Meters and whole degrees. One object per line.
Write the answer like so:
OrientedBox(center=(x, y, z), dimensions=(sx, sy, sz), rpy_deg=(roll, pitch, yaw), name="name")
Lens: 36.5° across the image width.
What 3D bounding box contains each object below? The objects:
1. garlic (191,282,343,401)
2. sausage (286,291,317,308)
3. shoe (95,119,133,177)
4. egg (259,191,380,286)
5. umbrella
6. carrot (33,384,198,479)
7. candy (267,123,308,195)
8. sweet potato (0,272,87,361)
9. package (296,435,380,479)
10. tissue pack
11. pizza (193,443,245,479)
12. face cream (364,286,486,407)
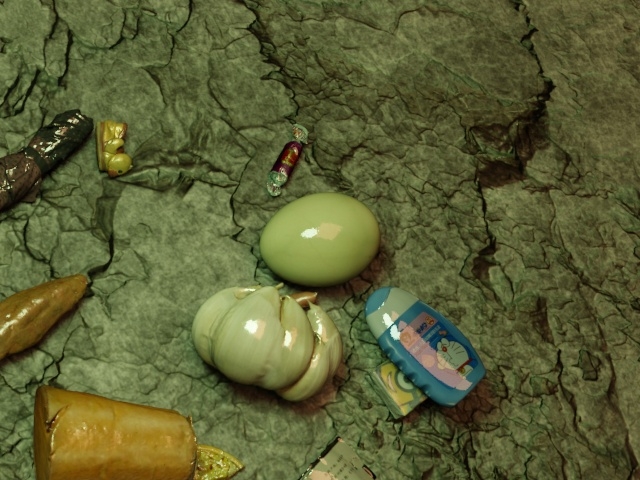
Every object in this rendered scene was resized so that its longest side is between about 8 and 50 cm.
OrientedBox(center=(-0.093, 0.178, 1.763), dimensions=(0.281, 0.185, 0.203), rpy_deg=(22, 97, 1), name="garlic")
OrientedBox(center=(-0.093, 0.125, 1.888), dimensions=(0.176, 0.047, 0.040), rpy_deg=(-5, 31, -17), name="sausage")
OrientedBox(center=(-0.409, -0.184, 1.911), dimensions=(0.069, 0.072, 0.109), rpy_deg=(-9, 70, -16), name="shoe")
OrientedBox(center=(0.000, 0.000, 1.894), dimensions=(0.241, 0.186, 0.186), rpy_deg=(-12, 71, -20), name="egg")
OrientedBox(center=(-0.560, -0.136, 1.832), dimensions=(0.090, 0.094, 0.326), rpy_deg=(33, 60, 15), name="umbrella")
OrientedBox(center=(-0.351, 0.337, 1.642), dimensions=(0.254, 0.196, 0.196), rpy_deg=(4, 66, -23), name="carrot")
OrientedBox(center=(-0.072, -0.167, 2.029), dimensions=(0.045, 0.043, 0.175), rpy_deg=(28, 65, -6), name="candy")
OrientedBox(center=(-0.518, 0.136, 1.722), dimensions=(0.251, 0.097, 0.097), rpy_deg=(-34, 80, -26), name="sweet potato")
OrientedBox(center=(0.022, 0.504, 1.750), dimensions=(0.204, 0.062, 0.251), rpy_deg=(44, 66, 6), name="package")
OrientedBox(center=(0.176, 0.267, 1.903), dimensions=(0.148, 0.060, 0.109), rpy_deg=(-31, 79, -28), name="tissue pack")
OrientedBox(center=(-0.201, 0.422, 1.734), dimensions=(0.123, 0.026, 0.109), rpy_deg=(17, 65, -10), name="pizza")
OrientedBox(center=(0.193, 0.193, 1.861), dimensions=(0.264, 0.083, 0.149), rpy_deg=(44, 57, 11), name="face cream")
